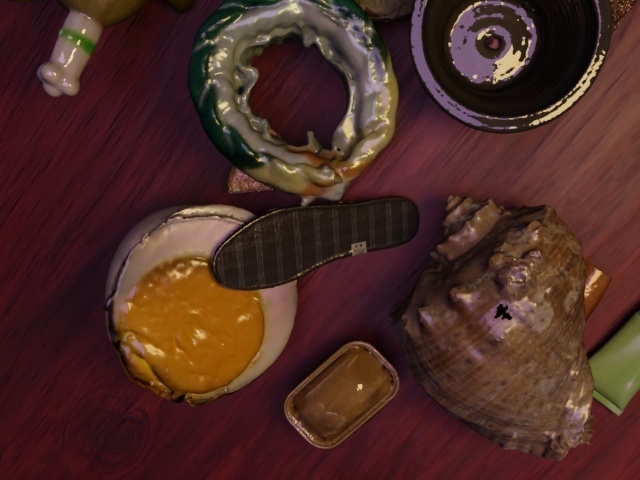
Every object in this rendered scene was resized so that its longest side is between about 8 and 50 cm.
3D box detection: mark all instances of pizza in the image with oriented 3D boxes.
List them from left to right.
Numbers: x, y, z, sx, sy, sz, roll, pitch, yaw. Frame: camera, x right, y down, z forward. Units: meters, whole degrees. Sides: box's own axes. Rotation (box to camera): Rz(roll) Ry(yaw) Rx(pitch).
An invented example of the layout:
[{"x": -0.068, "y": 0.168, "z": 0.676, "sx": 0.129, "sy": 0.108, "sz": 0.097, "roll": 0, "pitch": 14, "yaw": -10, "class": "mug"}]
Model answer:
[{"x": -0.077, "y": -0.103, "z": 0.988, "sx": 0.108, "sy": 0.026, "sz": 0.123, "roll": 31, "pitch": 101, "yaw": 0, "class": "pizza"}]

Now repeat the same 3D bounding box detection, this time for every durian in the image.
[{"x": 0.365, "y": -0.303, "z": 0.850, "sx": 0.080, "sy": 0.080, "sz": 0.091, "roll": -7, "pitch": 79, "yaw": 11, "class": "durian"}]

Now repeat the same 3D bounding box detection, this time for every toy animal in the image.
[{"x": -0.275, "y": -0.373, "z": 0.891, "sx": 0.181, "sy": 0.180, "sz": 0.363, "roll": 41, "pitch": 102, "yaw": 0, "class": "toy animal"}]

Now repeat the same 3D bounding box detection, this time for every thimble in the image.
[{"x": -0.031, "y": -0.188, "z": 0.879, "sx": 0.254, "sy": 0.167, "sz": 0.288, "roll": -26, "pitch": 94, "yaw": 3, "class": "thimble"}]

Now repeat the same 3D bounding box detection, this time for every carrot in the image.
[{"x": 0.323, "y": 0.132, "z": 0.942, "sx": 0.067, "sy": 0.067, "sz": 0.225, "roll": 30, "pitch": 102, "yaw": 3, "class": "carrot"}]

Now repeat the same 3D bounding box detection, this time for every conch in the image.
[{"x": 0.209, "y": 0.114, "z": 0.866, "sx": 0.297, "sy": 0.209, "sz": 0.353, "roll": -31, "pitch": 63, "yaw": 37, "class": "conch"}]

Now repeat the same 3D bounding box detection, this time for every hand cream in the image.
[{"x": 0.440, "y": 0.157, "z": 0.940, "sx": 0.095, "sy": 0.046, "sz": 0.175, "roll": 36, "pitch": 110, "yaw": 1, "class": "hand cream"}]

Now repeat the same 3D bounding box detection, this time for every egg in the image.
[{"x": -0.177, "y": 0.079, "z": 0.967, "sx": 0.264, "sy": 0.174, "sz": 0.287, "roll": -24, "pitch": 111, "yaw": -16, "class": "egg"}]

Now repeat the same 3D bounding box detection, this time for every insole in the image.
[{"x": 0.000, "y": 0.000, "z": 0.920, "sx": 0.309, "sy": 0.012, "sz": 0.110, "roll": -11, "pitch": 106, "yaw": -20, "class": "insole"}]

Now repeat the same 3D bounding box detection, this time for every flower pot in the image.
[{"x": 0.227, "y": -0.255, "z": 0.846, "sx": 0.235, "sy": 0.148, "sz": 0.236, "roll": 1, "pitch": 100, "yaw": 6, "class": "flower pot"}]

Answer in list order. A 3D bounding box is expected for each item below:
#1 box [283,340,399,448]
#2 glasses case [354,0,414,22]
[{"x": 0.031, "y": 0.223, "z": 0.989, "sx": 0.111, "sy": 0.111, "sz": 0.177, "roll": 45, "pitch": 104, "yaw": -1, "class": "box"}, {"x": 0.064, "y": -0.499, "z": 0.856, "sx": 0.156, "sy": 0.098, "sz": 0.426, "roll": -11, "pitch": 98, "yaw": 6, "class": "glasses case"}]
